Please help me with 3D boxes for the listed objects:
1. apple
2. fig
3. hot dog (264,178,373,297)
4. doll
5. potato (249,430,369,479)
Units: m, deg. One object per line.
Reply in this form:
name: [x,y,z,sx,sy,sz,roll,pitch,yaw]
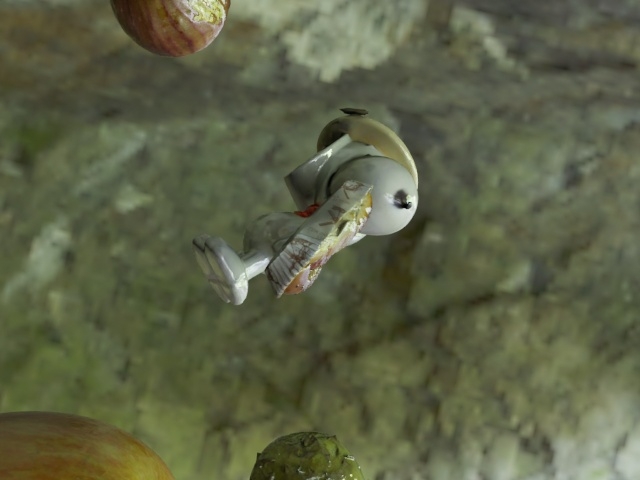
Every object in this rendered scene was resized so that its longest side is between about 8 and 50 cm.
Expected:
apple: [-0.231,0.269,1.515,0.264,0.264,0.264,13,-3,1]
fig: [-0.211,-0.347,2.296,0.175,0.175,0.207,10,-32,42]
hot dog: [0.000,0.000,1.857,0.053,0.099,0.192,39,34,0]
doll: [-0.018,-0.039,2.004,0.271,0.144,0.208,-25,17,-4]
potato: [-0.007,0.277,1.626,0.117,0.226,0.090,-1,21,8]
